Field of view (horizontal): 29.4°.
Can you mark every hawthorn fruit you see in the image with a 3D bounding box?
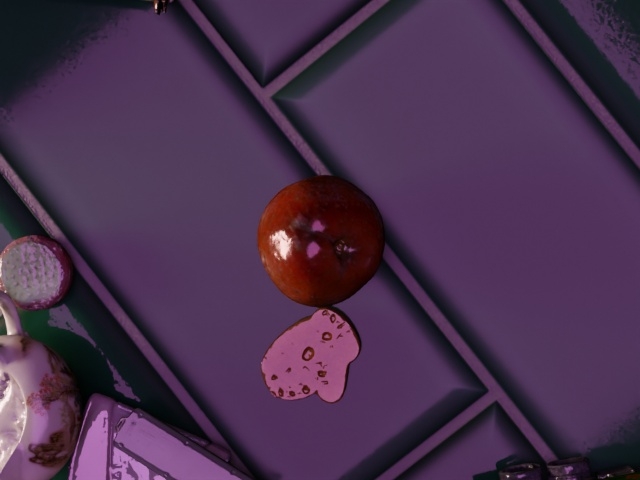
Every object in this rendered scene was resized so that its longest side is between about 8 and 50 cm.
[{"bbox_3d":[0.000,0.000,1.536,0.173,0.173,0.173,0,91,5],"label":"hawthorn fruit"}]

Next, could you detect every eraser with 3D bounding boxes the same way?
[{"bbox_3d":[-0.257,0.349,1.617,0.204,0.059,0.243,24,89,3],"label":"eraser"}]

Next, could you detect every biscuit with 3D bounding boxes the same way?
[{"bbox_3d":[-0.008,0.162,1.612,0.140,0.023,0.118,-31,89,4],"label":"biscuit"}]

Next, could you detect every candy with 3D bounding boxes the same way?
[{"bbox_3d":[-0.381,0.043,1.630,0.103,0.043,0.103,0,94,4],"label":"candy"}]

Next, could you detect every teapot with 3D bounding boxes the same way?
[{"bbox_3d":[-0.411,0.213,1.576,0.204,0.139,0.298,-12,79,21],"label":"teapot"}]

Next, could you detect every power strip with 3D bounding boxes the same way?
[{"bbox_3d":[-0.154,0.301,1.575,0.253,0.027,0.060,31,82,5],"label":"power strip"}]

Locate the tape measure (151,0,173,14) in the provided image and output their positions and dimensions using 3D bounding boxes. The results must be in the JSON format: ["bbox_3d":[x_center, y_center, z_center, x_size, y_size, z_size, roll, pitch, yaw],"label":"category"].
[{"bbox_3d":[-0.309,-0.431,1.577,0.258,0.130,0.265,7,86,2],"label":"tape measure"}]

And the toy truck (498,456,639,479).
[{"bbox_3d":[0.364,0.361,1.512,0.363,0.178,0.176,-12,90,2],"label":"toy truck"}]
